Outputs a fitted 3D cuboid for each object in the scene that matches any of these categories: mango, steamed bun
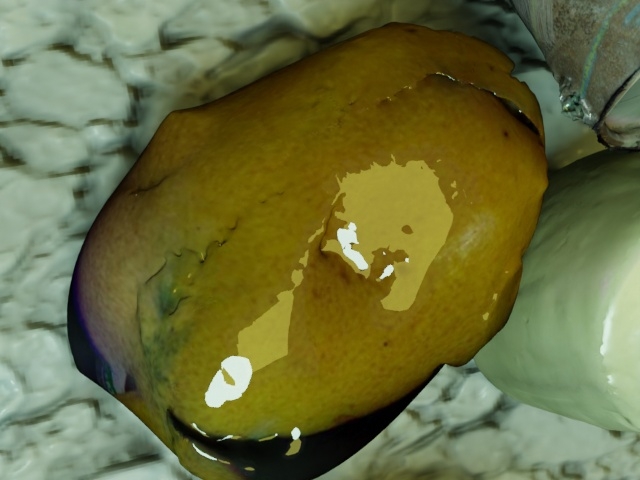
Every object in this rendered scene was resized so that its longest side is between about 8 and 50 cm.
[{"bbox_3d":[0.000,0.000,0.680,0.287,0.152,0.201,-33,103,-16],"label":"mango"},{"bbox_3d":[0.207,0.027,0.723,0.200,0.225,0.170,7,90,-18],"label":"steamed bun"}]

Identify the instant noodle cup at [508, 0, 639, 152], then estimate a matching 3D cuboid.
[{"bbox_3d":[0.180,-0.177,0.677,0.217,0.217,0.207,-17,69,-20],"label":"instant noodle cup"}]
